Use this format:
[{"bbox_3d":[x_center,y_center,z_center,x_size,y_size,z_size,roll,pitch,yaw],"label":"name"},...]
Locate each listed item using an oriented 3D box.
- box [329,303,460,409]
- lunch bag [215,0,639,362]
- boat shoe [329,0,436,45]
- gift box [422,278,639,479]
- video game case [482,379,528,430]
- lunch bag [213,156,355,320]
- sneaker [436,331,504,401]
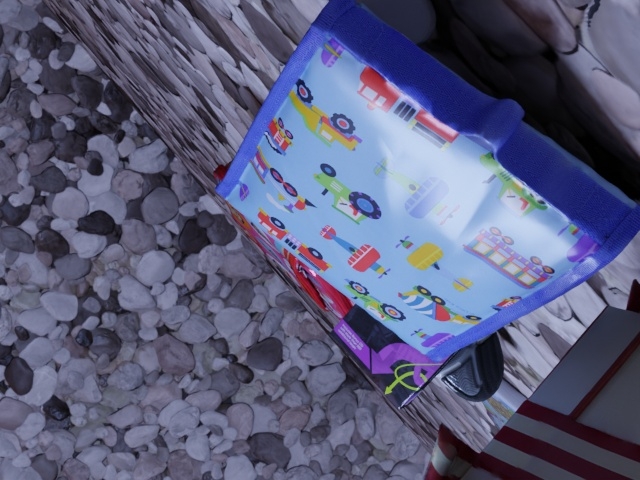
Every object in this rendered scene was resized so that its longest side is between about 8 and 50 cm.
[{"bbox_3d":[0.098,0.085,1.186,0.116,0.162,0.029,46,-154,15],"label":"box"},{"bbox_3d":[0.065,-0.041,0.739,0.221,0.138,0.293,38,167,-3],"label":"lunch bag"},{"bbox_3d":[0.026,-0.172,0.744,0.142,0.049,0.040,37,-157,26],"label":"boat shoe"},{"bbox_3d":[0.221,0.188,0.684,0.276,0.255,0.258,55,162,-23],"label":"gift box"},{"bbox_3d":[0.276,0.252,1.448,0.212,0.023,0.193,40,168,48],"label":"video game case"},{"bbox_3d":[0.000,0.000,1.443,0.258,0.120,0.293,43,174,20],"label":"lunch bag"},{"bbox_3d":[0.129,0.080,1.270,0.228,0.086,0.132,58,178,9],"label":"sneaker"}]
